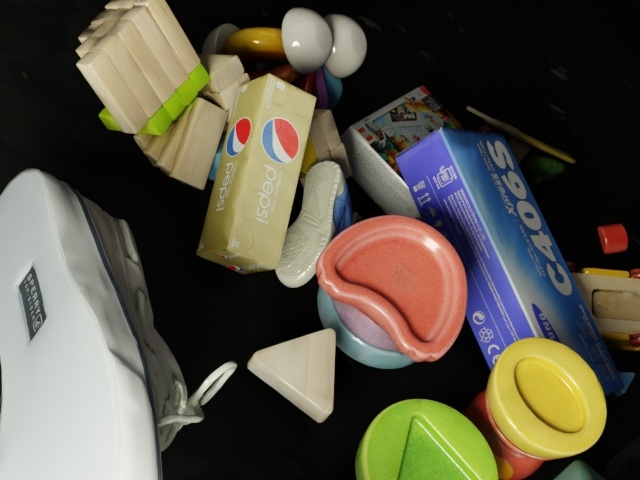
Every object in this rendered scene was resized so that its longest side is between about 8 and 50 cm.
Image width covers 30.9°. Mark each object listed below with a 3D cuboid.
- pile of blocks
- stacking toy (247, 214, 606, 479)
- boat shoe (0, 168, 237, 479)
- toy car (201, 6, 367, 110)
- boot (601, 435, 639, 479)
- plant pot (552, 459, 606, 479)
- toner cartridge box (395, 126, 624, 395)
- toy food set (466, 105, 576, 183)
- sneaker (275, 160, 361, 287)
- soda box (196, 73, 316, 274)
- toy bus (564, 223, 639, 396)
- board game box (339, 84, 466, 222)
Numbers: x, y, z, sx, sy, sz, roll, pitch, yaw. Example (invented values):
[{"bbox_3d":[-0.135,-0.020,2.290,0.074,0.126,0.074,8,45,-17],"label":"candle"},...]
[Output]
[{"bbox_3d":[-0.124,-0.120,1.187,0.113,0.148,0.362,10,-13,44],"label":"pile of blocks"},{"bbox_3d":[0.082,0.150,1.113,0.309,0.130,0.279,45,54,9],"label":"stacking toy"},{"bbox_3d":[-0.140,0.101,0.819,0.156,0.136,0.367,26,23,-37],"label":"boat shoe"},{"bbox_3d":[-0.038,-0.193,1.360,0.182,0.159,0.136,-7,91,-57],"label":"toy car"},{"bbox_3d":[0.404,0.345,1.245,0.222,0.118,0.338,50,34,-2],"label":"boot"},{"bbox_3d":[0.238,0.307,0.993,0.165,0.165,0.234,39,19,-10],"label":"plant pot"},{"bbox_3d":[0.223,0.037,1.359,0.165,0.075,0.347,-4,66,-54],"label":"toner cartridge box"},{"bbox_3d":[0.304,-0.135,1.808,0.218,0.071,0.128,16,15,-46],"label":"toy food set"},{"bbox_3d":[0.001,0.000,1.206,0.084,0.058,0.152,62,34,-48],"label":"sneaker"},{"bbox_3d":[-0.061,-0.062,1.111,0.061,0.058,0.181,24,69,-33],"label":"soda box"},{"bbox_3d":[0.348,0.091,1.494,0.202,0.191,0.104,49,-14,10],"label":"toy bus"},{"bbox_3d":[0.142,-0.098,1.537,0.193,0.053,0.305,46,28,3],"label":"board game box"}]
